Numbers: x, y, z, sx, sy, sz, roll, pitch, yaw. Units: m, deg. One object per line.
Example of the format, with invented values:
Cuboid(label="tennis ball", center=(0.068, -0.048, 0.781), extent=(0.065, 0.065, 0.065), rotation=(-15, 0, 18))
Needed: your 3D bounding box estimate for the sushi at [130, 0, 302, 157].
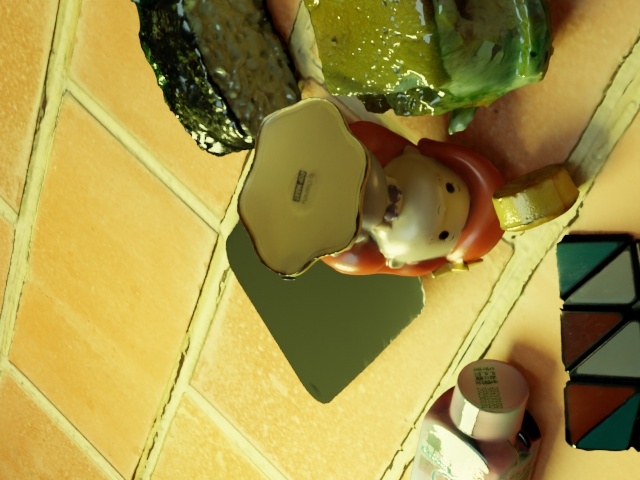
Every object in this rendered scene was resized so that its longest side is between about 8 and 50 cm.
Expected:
Cuboid(label="sushi", center=(-0.116, -0.200, 1.735), extent=(0.127, 0.124, 0.225), rotation=(-5, 114, 49))

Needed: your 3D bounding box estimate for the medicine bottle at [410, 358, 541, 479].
Cuboid(label="medicine bottle", center=(0.176, 0.224, 1.762), extent=(0.119, 0.094, 0.188), rotation=(35, 139, 27))

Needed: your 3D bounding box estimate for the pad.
Cuboid(label="pad", center=(-0.001, -0.001, 1.855), extent=(0.315, 0.063, 0.375), rotation=(57, 150, 10))

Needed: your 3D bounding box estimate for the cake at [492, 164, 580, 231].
Cuboid(label="cake", center=(0.208, -0.040, 1.540), extent=(0.084, 0.084, 0.044), rotation=(-17, 102, 52))

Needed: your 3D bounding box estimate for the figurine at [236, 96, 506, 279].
Cuboid(label="figurine", center=(0.047, -0.044, 1.574), extent=(0.208, 0.257, 0.181), rotation=(-30, 66, 30))

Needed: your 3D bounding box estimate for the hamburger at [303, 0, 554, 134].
Cuboid(label="hamburger", center=(0.100, -0.227, 1.441), extent=(0.192, 0.168, 0.288), rotation=(9, 124, 45))

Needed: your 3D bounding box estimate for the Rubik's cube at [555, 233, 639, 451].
Cuboid(label="Rubik's cube", center=(0.382, 0.087, 1.455), extent=(0.250, 0.284, 0.234), rotation=(37, 123, -16))
